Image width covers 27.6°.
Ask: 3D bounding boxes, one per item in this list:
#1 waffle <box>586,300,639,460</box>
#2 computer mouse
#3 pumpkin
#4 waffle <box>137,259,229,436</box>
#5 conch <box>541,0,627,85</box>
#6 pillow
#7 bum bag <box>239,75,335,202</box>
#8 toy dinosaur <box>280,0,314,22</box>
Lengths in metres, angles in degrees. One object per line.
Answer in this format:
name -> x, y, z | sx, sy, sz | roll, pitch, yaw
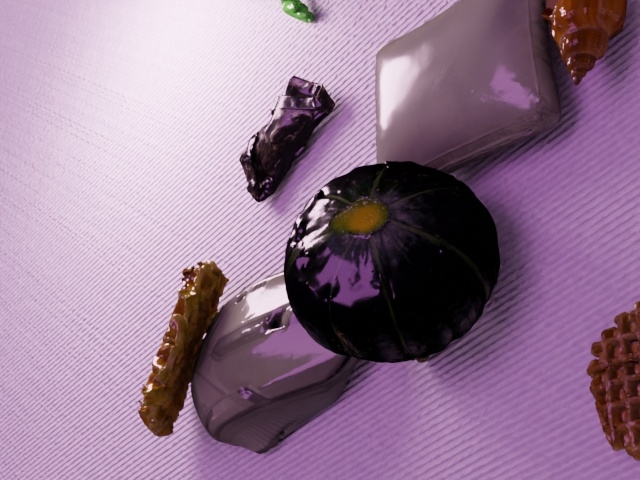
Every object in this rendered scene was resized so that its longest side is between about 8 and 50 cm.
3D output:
waffle -> 0.381, 0.160, 1.514 | 0.191, 0.038, 0.191 | -25, 57, 46
computer mouse -> -0.090, 0.182, 2.049 | 0.429, 0.145, 0.228 | -38, 46, 39
pumpkin -> 0.108, 0.043, 1.780 | 0.296, 0.295, 0.296 | -24, 58, 47
waffle -> -0.230, 0.176, 2.175 | 0.325, 0.068, 0.302 | 107, -178, -73
conch -> 0.359, -0.333, 1.706 | 0.109, 0.093, 0.330 | -48, 20, 57
pillow -> 0.197, -0.223, 1.836 | 0.322, 0.119, 0.255 | -25, 57, 47
bum bag -> -0.066, -0.177, 2.214 | 0.248, 0.069, 0.102 | -51, 41, 26
toy dinosaur -> -0.041, -0.592, 2.289 | 0.500, 0.144, 0.375 | 35, 101, 48
